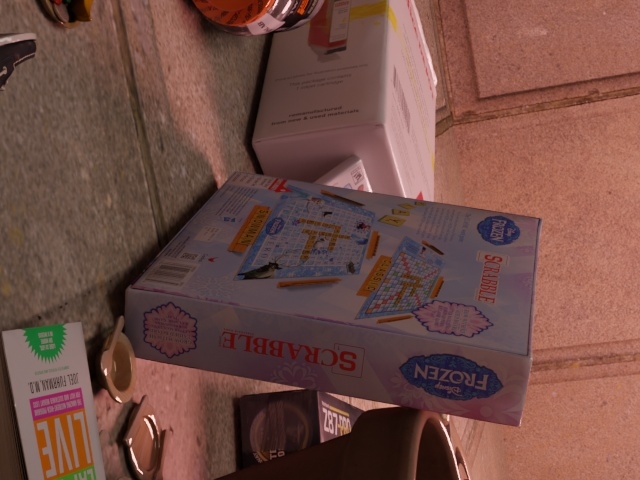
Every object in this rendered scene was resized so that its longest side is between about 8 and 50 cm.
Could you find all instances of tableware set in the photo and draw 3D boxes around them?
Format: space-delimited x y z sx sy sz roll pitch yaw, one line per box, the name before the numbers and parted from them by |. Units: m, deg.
tableware set | -0.151 0.148 0.864 0.141 0.020 0.168 -77 155 -53

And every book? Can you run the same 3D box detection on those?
book | -0.177 0.128 0.744 0.096 0.035 0.144 -1 81 -70

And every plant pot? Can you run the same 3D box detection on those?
plant pot | -0.008 0.273 0.923 0.263 0.229 0.263 -9 90 -75

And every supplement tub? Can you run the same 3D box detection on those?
supplement tub | -0.066 -0.274 1.212 0.190 0.117 0.117 -44 124 -72

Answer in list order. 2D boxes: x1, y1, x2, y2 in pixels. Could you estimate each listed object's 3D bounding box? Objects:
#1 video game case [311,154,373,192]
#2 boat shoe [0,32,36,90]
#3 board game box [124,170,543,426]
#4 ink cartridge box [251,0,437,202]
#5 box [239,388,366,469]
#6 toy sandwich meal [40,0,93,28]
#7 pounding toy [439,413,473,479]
video game case | 0.000 0.000 1.291 0.019 0.157 0.143 39 -21 44
boat shoe | -0.214 -0.105 0.713 0.125 0.046 0.038 -48 129 -67
board game box | 0.031 0.035 1.023 0.318 0.318 0.066 -59 156 -66
ink cartridge box | 0.046 -0.159 1.480 0.384 0.160 0.279 -83 159 -44
box | 0.023 0.344 1.262 0.395 0.097 0.318 41 45 -69
toy sandwich meal | -0.190 -0.204 0.881 0.085 0.029 0.085 -8 90 -75
pounding toy | 0.163 0.281 1.341 0.269 0.155 0.154 66 16 -49
